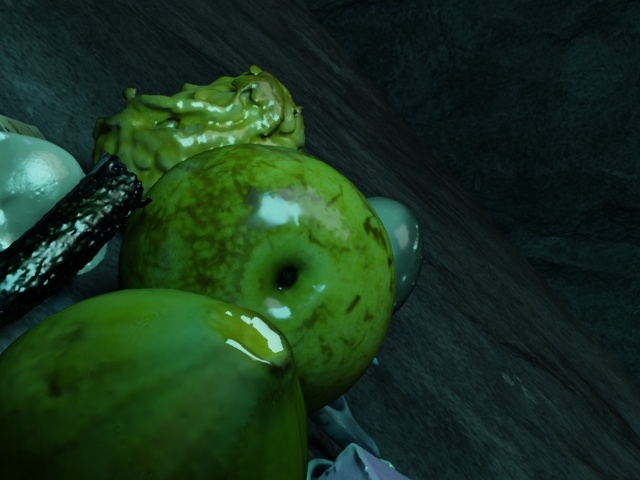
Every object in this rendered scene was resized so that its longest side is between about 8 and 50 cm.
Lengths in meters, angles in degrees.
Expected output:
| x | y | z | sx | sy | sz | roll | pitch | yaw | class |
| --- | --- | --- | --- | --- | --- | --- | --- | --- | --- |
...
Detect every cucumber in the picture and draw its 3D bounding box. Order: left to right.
| x | y | z | sx | sy | sz | roll | pitch | yaw | class |
| --- | --- | --- | --- | --- | --- | --- | --- | --- | --- |
| -0.224 | 0.005 | 1.362 | 0.067 | 0.067 | 0.245 | 43 | 42 | -5 | cucumber |

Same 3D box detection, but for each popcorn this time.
| x | y | z | sx | sy | sz | roll | pitch | yaw | class |
| --- | --- | --- | --- | --- | --- | --- | --- | --- | --- |
| -0.133 | -0.095 | 1.776 | 0.190 | 0.250 | 0.250 | 68 | 18 | 9 | popcorn |

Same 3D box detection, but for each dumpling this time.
| x | y | z | sx | sy | sz | roll | pitch | yaw | class |
| --- | --- | --- | --- | --- | --- | --- | --- | --- | --- |
| -0.268 | -0.026 | 1.449 | 0.188 | 0.108 | 0.127 | 33 | 41 | -43 | dumpling |

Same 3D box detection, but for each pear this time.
| x | y | z | sx | sy | sz | roll | pitch | yaw | class |
| --- | --- | --- | --- | --- | --- | --- | --- | --- | --- |
| -0.063 | 0.038 | 1.532 | 0.283 | 0.283 | 0.283 | 42 | 14 | -12 | pear |

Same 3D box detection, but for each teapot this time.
| x | y | z | sx | sy | sz | roll | pitch | yaw | class |
| --- | --- | --- | --- | --- | --- | --- | --- | --- | --- |
| 0.000 | 0.000 | 2.039 | 0.251 | 0.183 | 0.183 | 26 | 20 | -21 | teapot |

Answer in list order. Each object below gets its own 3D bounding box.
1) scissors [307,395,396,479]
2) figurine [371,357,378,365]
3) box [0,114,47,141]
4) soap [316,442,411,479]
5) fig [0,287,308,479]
| x | y | z | sx | sy | sz | roll | pitch | yaw | class |
| --- | --- | --- | --- | --- | --- | --- | --- | --- | --- |
| 0.090 | 0.279 | 1.697 | 0.383 | 0.029 | 0.256 | 41 | 23 | -31 | scissors |
| -0.025 | 0.083 | 1.793 | 0.208 | 0.128 | 0.184 | 57 | 14 | 15 | figurine |
| -0.317 | -0.103 | 1.681 | 0.053 | 0.024 | 0.083 | 50 | 16 | 23 | box |
| 0.065 | 0.296 | 1.278 | 0.259 | 0.181 | 0.081 | 37 | 11 | -32 | soap |
| -0.108 | 0.145 | 1.032 | 0.239 | 0.271 | 0.239 | 29 | 38 | -26 | fig |
